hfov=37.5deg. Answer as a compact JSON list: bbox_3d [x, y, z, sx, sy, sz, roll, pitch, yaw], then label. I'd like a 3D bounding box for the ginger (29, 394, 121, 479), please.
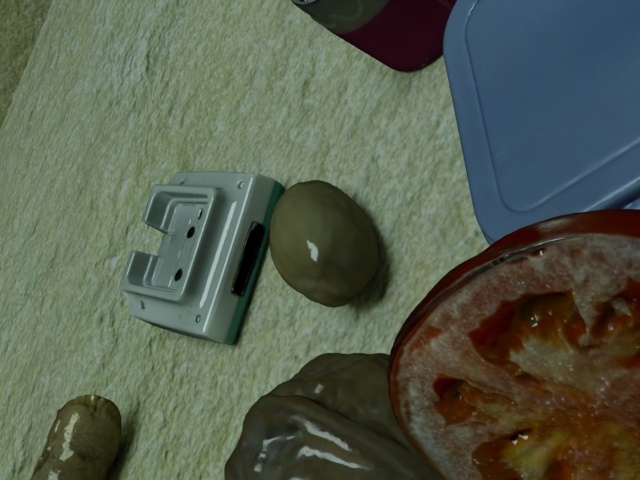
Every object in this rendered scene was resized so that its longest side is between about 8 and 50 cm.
[{"bbox_3d":[-0.422,0.412,1.530,0.190,0.126,0.354,-153,84,-75],"label":"ginger"}]

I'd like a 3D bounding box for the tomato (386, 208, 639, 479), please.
[{"bbox_3d":[0.226,0.095,0.765,0.338,0.338,0.144,-37,16,34],"label":"tomato"}]

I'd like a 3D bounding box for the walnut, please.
[{"bbox_3d":[0.034,0.242,0.949,0.273,0.273,0.227,13,117,54],"label":"walnut"}]

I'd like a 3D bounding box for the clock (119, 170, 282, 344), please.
[{"bbox_3d":[-0.194,0.015,1.471,0.231,0.116,0.262,5,76,53],"label":"clock"}]

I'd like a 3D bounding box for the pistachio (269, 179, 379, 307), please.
[{"bbox_3d":[0.000,0.000,1.229,0.136,0.136,0.226,-52,30,19],"label":"pistachio"}]

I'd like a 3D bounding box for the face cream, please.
[{"bbox_3d":[0.077,-0.341,1.247,0.175,0.195,0.175,-28,49,39],"label":"face cream"}]

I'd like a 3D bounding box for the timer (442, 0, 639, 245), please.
[{"bbox_3d":[0.306,-0.161,0.869,0.395,0.173,0.395,-31,47,40],"label":"timer"}]
